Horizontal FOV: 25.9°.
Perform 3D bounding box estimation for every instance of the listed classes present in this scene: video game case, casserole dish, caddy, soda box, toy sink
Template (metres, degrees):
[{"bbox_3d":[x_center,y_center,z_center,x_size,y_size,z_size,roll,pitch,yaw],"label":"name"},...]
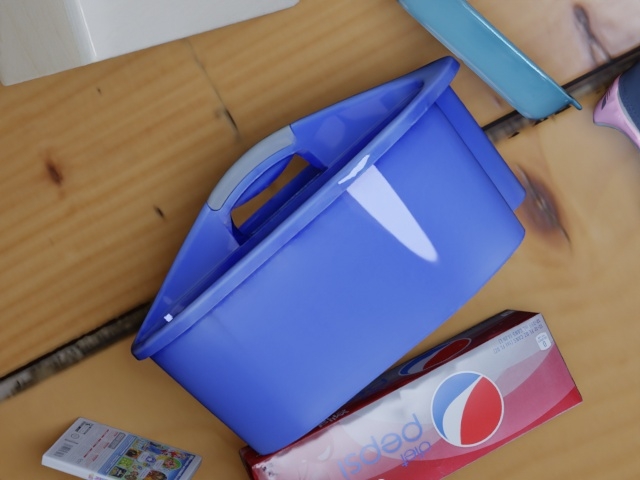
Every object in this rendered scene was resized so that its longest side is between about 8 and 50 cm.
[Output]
[{"bbox_3d":[-0.175,0.196,1.241,0.122,0.087,0.011,16,109,8],"label":"video game case"},{"bbox_3d":[0.122,-0.154,1.080,0.188,0.114,0.037,43,102,-1],"label":"casserole dish"},{"bbox_3d":[0.000,0.000,1.080,0.341,0.241,0.179,-41,96,17],"label":"caddy"},{"bbox_3d":[0.071,0.150,1.122,0.263,0.092,0.083,-27,95,-9],"label":"soda box"},{"bbox_3d":[-0.153,-0.227,1.102,0.131,0.234,0.153,-6,104,44],"label":"toy sink"}]

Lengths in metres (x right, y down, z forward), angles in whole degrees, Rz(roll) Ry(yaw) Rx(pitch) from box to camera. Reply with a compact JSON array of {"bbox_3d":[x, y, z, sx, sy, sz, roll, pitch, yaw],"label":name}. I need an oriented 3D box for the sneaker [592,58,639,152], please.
[{"bbox_3d":[0.337,-0.017,1.090,0.131,0.112,0.319,-22,105,46],"label":"sneaker"}]
